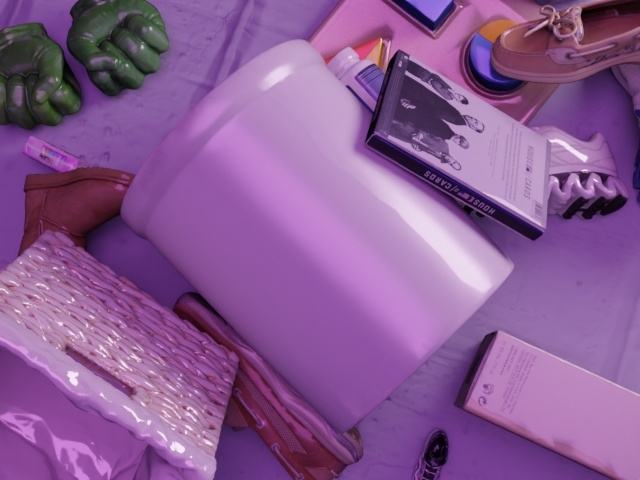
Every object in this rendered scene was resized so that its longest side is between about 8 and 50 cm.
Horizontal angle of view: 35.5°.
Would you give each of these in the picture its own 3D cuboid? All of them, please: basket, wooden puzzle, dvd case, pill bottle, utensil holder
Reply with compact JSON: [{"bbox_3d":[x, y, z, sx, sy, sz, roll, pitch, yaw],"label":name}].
[{"bbox_3d":[-0.316,0.225,1.185,0.328,0.266,0.331,36,110,-8],"label":"basket"},{"bbox_3d":[0.153,-0.252,1.400,0.322,0.080,0.348,39,85,8],"label":"wooden puzzle"},{"bbox_3d":[0.175,-0.118,1.217,0.238,0.029,0.179,30,43,-11],"label":"dvd case"},{"bbox_3d":[0.063,-0.199,1.336,0.067,0.067,0.120,-42,82,-4],"label":"pill bottle"},{"bbox_3d":[0.000,0.000,1.255,0.327,0.327,0.385,-44,85,-4],"label":"utensil holder"}]

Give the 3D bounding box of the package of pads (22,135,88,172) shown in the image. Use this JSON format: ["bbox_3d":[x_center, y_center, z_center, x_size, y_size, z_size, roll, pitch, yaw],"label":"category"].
[{"bbox_3d":[-0.376,-0.116,1.420,0.083,0.050,0.032,26,87,6],"label":"package of pads"}]

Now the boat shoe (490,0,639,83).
[{"bbox_3d":[0.359,-0.274,1.282,0.285,0.089,0.105,-8,52,10],"label":"boat shoe"}]

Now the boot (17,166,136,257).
[{"bbox_3d":[-0.331,0.044,1.350,0.236,0.089,0.270,-3,77,39],"label":"boot"}]

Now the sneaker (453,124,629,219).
[{"bbox_3d":[0.270,-0.097,1.351,0.292,0.110,0.118,2,71,-16],"label":"sneaker"}]

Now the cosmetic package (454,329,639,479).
[{"bbox_3d":[0.338,0.230,1.281,0.309,0.160,0.113,25,85,7],"label":"cosmetic package"}]

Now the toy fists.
[{"bbox_3d":[-0.352,-0.258,1.418,0.279,0.096,0.142,-24,82,-2],"label":"toy fists"}]

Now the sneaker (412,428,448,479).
[{"bbox_3d":[0.146,0.298,1.324,0.038,0.069,0.098,13,82,5],"label":"sneaker"}]

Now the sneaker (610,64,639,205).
[{"bbox_3d":[0.478,-0.191,1.324,0.127,0.182,0.316,-8,81,0],"label":"sneaker"}]

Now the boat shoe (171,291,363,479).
[{"bbox_3d":[-0.090,0.202,1.327,0.324,0.123,0.116,44,95,12],"label":"boat shoe"}]
